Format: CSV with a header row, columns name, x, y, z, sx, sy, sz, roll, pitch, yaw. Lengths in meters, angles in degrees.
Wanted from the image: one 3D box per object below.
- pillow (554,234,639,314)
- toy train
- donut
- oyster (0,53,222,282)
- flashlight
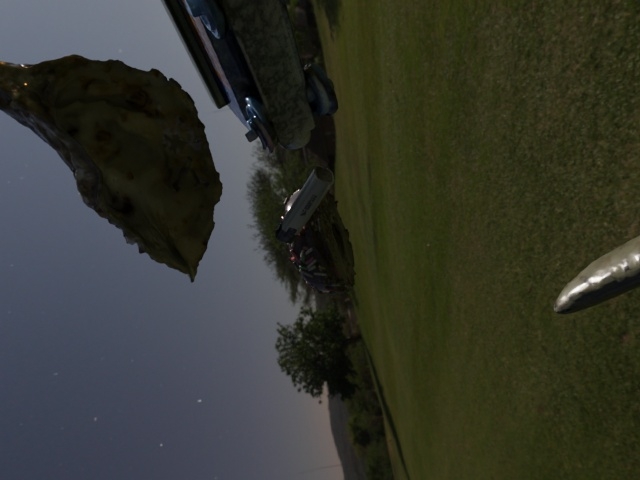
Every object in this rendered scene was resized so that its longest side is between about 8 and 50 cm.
name,x,y,z,sx,sy,sz,roll,pitch,yaw
pillow,0.458,0.036,0.627,0.241,0.051,0.093,-49,3,44
toy train,-0.088,-0.245,0.488,0.202,0.131,0.299,51,169,29
donut,0.000,0.000,0.961,0.270,0.103,0.269,-16,-90,-74
oyster,-0.244,-0.114,0.545,0.204,0.111,0.396,-64,-35,-27
flashlight,-0.016,-0.029,0.366,0.083,0.018,0.018,-53,26,42
